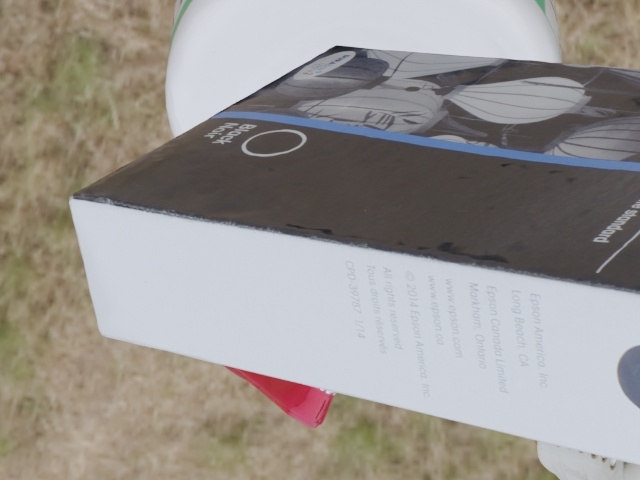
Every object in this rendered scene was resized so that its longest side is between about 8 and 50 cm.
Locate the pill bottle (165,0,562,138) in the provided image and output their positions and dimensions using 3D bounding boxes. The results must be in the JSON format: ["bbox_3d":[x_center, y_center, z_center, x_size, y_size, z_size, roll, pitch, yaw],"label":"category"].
[{"bbox_3d":[0.027,-0.186,0.840,0.204,0.361,0.204,2,136,2],"label":"pill bottle"}]

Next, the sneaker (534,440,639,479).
[{"bbox_3d":[0.225,0.164,1.167,0.123,0.106,0.290,41,168,4],"label":"sneaker"}]

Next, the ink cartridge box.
[{"bbox_3d":[0.093,-0.001,0.463,0.332,0.165,0.065,10,121,35],"label":"ink cartridge box"}]

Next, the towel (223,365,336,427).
[{"bbox_3d":[0.000,0.000,1.201,0.031,0.199,0.275,21,96,-34],"label":"towel"}]
